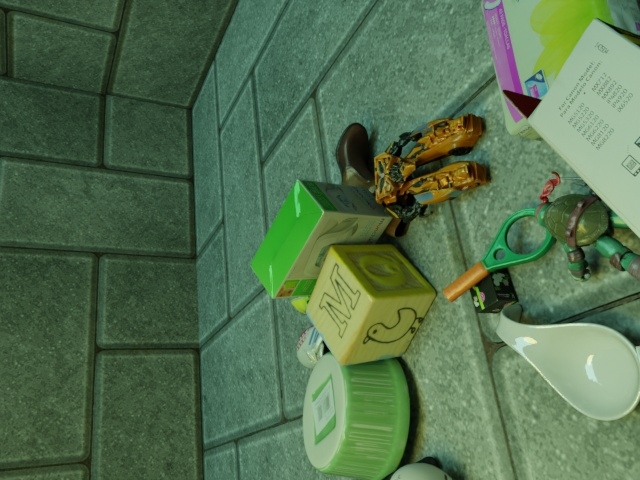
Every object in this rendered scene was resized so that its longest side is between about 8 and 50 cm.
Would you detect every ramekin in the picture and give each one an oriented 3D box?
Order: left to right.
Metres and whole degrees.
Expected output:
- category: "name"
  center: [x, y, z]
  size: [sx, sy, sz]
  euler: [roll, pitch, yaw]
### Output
- category: "ramekin"
  center: [0.070, 0.403, 1.306]
  size: [0.303, 0.148, 0.303]
  euler: [-168, 90, -71]

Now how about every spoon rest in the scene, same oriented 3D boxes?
- category: "spoon rest"
  center: [0.373, 0.174, 0.873]
  size: [0.276, 0.084, 0.137]
  euler: [31, 113, 62]

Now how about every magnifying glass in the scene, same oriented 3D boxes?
- category: "magnifying glass"
  center: [0.314, 0.032, 0.993]
  size: [0.231, 0.026, 0.092]
  euler: [-42, 50, 22]

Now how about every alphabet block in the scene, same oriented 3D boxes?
- category: "alphabet block"
  center: [0.107, 0.140, 1.268]
  size: [0.193, 0.193, 0.197]
  euler: [51, 132, 41]

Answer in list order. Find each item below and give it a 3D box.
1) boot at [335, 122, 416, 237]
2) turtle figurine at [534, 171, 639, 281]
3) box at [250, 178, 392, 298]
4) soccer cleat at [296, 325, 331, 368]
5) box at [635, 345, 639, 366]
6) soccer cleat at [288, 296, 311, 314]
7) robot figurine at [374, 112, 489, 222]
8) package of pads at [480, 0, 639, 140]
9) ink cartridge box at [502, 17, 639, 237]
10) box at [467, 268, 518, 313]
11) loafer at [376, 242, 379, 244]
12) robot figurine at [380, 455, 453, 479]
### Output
- category: "boot"
  center: [0.134, -0.161, 1.398]
  size: [0.280, 0.096, 0.263]
  euler: [21, 98, 58]
- category: "turtle figurine"
  center: [0.402, -0.018, 0.824]
  size: [0.234, 0.118, 0.175]
  euler: [33, 115, 54]
- category: "box"
  center: [0.000, 0.000, 1.319]
  size: [0.126, 0.231, 0.261]
  euler: [53, 124, 35]
- category: "soccer cleat"
  center: [0.006, 0.287, 1.497]
  size: [0.331, 0.116, 0.143]
  euler: [-52, 5, 46]
- category: "box"
  center: [0.468, 0.210, 0.648]
  size: [0.145, 0.038, 0.186]
  euler: [-11, 70, 25]
- category: "soccer cleat"
  center: [-0.021, 0.188, 1.677]
  size: [0.289, 0.094, 0.121]
  euler: [31, 144, 56]
- category: "robot figurine"
  center: [0.218, -0.157, 1.197]
  size: [0.291, 0.085, 0.210]
  euler: [-17, 70, 50]
- category: "package of pads"
  center: [0.390, -0.347, 0.909]
  size: [0.229, 0.101, 0.296]
  euler: [-37, 54, 56]
- category: "ink cartridge box"
  center: [0.403, -0.121, 0.611]
  size: [0.130, 0.310, 0.271]
  euler: [-64, 34, 36]
- category: "box"
  center: [0.316, 0.087, 1.035]
  size: [0.062, 0.052, 0.083]
  euler: [-49, 42, 50]
- category: "loafer"
  center: [0.080, 0.106, 1.452]
  size: [0.087, 0.095, 0.251]
  euler: [-105, 33, -42]
- category: "robot figurine"
  center: [0.172, 0.558, 1.112]
  size: [0.278, 0.174, 0.209]
  euler: [-58, 40, 42]
